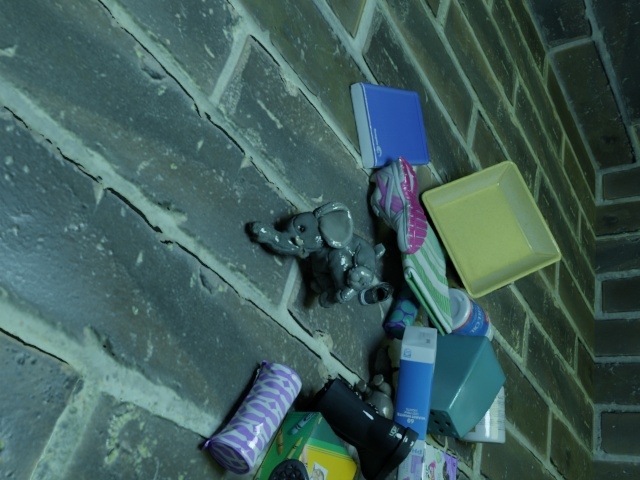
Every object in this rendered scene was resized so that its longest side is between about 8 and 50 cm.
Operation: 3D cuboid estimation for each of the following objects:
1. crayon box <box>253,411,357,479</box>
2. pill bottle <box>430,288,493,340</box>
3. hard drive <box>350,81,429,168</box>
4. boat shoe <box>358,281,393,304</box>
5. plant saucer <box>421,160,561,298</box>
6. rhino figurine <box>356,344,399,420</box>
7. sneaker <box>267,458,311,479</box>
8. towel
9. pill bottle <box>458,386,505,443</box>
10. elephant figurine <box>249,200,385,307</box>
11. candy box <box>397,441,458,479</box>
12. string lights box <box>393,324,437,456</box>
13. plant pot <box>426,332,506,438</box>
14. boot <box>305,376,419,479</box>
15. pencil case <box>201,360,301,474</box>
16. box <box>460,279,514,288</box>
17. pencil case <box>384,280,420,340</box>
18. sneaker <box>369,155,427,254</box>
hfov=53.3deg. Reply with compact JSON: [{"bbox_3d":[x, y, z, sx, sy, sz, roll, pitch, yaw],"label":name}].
[{"bbox_3d":[-0.047,0.470,1.143,0.165,0.081,0.278,60,40,-27],"label":"crayon box"},{"bbox_3d":[0.408,0.229,1.813,0.221,0.124,0.124,35,55,-46],"label":"pill bottle"},{"bbox_3d":[0.193,-0.301,1.696,0.319,0.040,0.210,-12,93,-55],"label":"hard drive"},{"bbox_3d":[0.144,0.129,1.529,0.142,0.040,0.049,-11,92,-55],"label":"boat shoe"},{"bbox_3d":[0.486,-0.030,1.861,0.333,0.081,0.332,-21,81,-19],"label":"plant saucer"},{"bbox_3d":[0.130,0.344,1.434,0.106,0.073,0.243,54,40,-42],"label":"rhino figurine"},{"bbox_3d":[-0.037,0.469,1.041,0.097,0.084,0.234,4,80,-78],"label":"sneaker"},{"bbox_3d":[0.278,0.057,1.663,0.247,0.038,0.324,53,28,-28],"label":"towel"},{"bbox_3d":[0.460,0.460,1.828,0.131,0.131,0.229,28,60,-49],"label":"pill bottle"},{"bbox_3d":[0.000,0.000,1.271,0.239,0.169,0.186,53,12,-12],"label":"elephant figurine"},{"bbox_3d":[0.263,0.597,1.567,0.196,0.070,0.164,39,53,-45],"label":"candy box"},{"bbox_3d":[0.216,0.340,1.457,0.133,0.077,0.259,-42,137,-73],"label":"string lights box"},{"bbox_3d":[0.348,0.387,1.667,0.234,0.166,0.165,-51,124,-38],"label":"plant pot"},{"bbox_3d":[0.068,0.379,1.272,0.094,0.207,0.246,-50,167,-33],"label":"boot"},{"bbox_3d":[-0.109,0.297,1.095,0.088,0.086,0.206,37,42,-1],"label":"pencil case"},{"bbox_3d":[0.508,0.019,1.963,0.123,0.128,0.256,6,74,-12],"label":"box"},{"bbox_3d":[0.210,0.174,1.593,0.065,0.070,0.151,34,49,-5],"label":"pencil case"},{"bbox_3d":[0.186,-0.076,1.563,0.103,0.111,0.252,30,47,-50],"label":"sneaker"}]
